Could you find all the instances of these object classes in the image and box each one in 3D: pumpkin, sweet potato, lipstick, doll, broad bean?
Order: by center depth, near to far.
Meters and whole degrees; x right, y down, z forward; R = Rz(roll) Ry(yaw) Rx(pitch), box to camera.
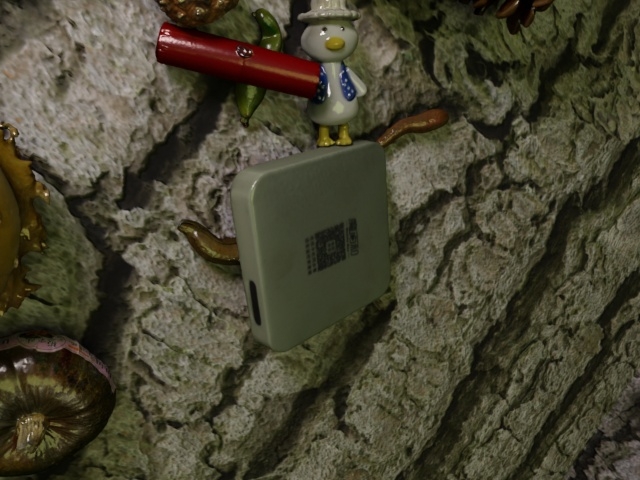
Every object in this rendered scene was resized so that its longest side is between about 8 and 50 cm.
[{"bbox_3d":[-0.498,0.292,0.866,0.260,0.189,0.261,-8,111,-22],"label":"pumpkin"},{"bbox_3d":[-0.140,-0.310,0.870,0.279,0.073,0.073,11,102,-11],"label":"lipstick"},{"bbox_3d":[-0.118,-0.317,0.934,0.070,0.048,0.214,8,102,-28],"label":"broad bean"},{"bbox_3d":[0.021,-0.330,0.959,0.138,0.119,0.293,-3,109,-1],"label":"doll"},{"bbox_3d":[-0.175,0.011,1.010,0.232,0.062,0.081,8,84,-25],"label":"sweet potato"},{"bbox_3d":[0.198,-0.249,1.117,0.214,0.050,0.050,-23,115,-14],"label":"sweet potato"}]

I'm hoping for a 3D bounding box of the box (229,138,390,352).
[{"bbox_3d":[0.000,0.000,1.031,0.373,0.090,0.368,-23,118,-40],"label":"box"}]

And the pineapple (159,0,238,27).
[{"bbox_3d":[-0.237,-0.467,0.741,0.158,0.158,0.279,-45,136,-7],"label":"pineapple"}]

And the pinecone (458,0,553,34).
[{"bbox_3d":[0.373,-0.619,0.929,0.384,0.384,0.385,-8,110,-24],"label":"pinecone"}]

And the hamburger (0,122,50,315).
[{"bbox_3d":[-0.543,-0.016,0.708,0.286,0.268,0.446,4,104,-31],"label":"hamburger"}]
